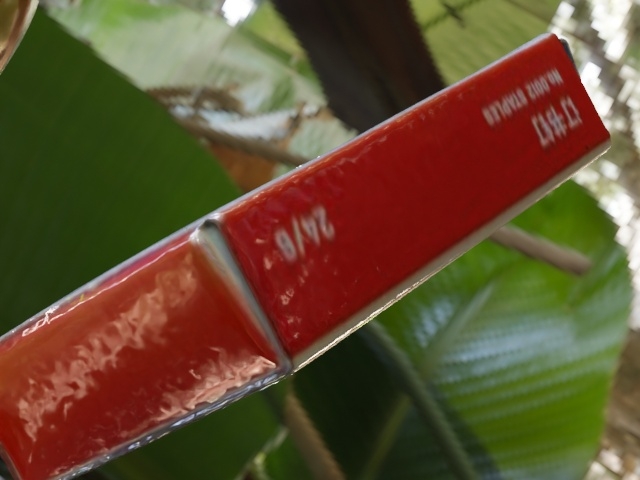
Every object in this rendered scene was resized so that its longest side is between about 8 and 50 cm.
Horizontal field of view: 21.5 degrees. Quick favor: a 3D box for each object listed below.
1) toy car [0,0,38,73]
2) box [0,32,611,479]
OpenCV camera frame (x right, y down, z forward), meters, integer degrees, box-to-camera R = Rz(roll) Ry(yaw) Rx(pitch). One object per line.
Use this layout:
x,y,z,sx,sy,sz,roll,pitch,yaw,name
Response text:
-0.211,-0.110,0.526,0.145,0.235,0.235,-48,-17,19,toy car
0.000,0.000,0.550,0.123,0.050,0.229,-28,2,38,box
